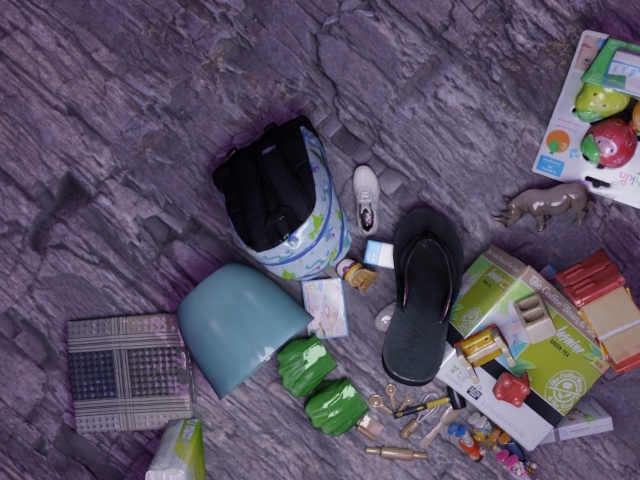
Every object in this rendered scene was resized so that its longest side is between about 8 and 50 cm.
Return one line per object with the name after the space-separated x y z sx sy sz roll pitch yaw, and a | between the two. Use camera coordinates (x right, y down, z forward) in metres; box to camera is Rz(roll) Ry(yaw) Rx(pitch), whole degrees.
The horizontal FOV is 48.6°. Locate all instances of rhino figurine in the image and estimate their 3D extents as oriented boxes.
0.535 -0.081 1.723 0.243 0.073 0.106 -9 122 21 | rhino figurine

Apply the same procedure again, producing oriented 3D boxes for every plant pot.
-0.201 0.195 1.692 0.293 0.293 0.235 -42 84 6 | plant pot

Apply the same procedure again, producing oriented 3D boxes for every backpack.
-0.076 -0.077 1.619 0.290 0.355 0.273 -32 120 7 | backpack

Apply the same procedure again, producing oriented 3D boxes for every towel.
-0.486 0.344 1.835 0.325 0.056 0.312 -4 94 4 | towel

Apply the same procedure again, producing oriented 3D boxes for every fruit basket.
0.698 -0.271 1.631 0.327 0.165 0.352 25 104 23 | fruit basket

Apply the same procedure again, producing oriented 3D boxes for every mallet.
0.278 0.425 1.792 0.190 0.039 0.062 -22 83 -8 | mallet

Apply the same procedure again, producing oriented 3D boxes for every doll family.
0.454 0.515 1.751 0.118 0.263 0.163 -47 122 -15 | doll family

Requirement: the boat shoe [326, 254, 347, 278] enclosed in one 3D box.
0.000 0.000 1.777 0.065 0.075 0.206 -38 89 -37 | boat shoe

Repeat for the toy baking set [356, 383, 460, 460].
0.224 0.476 1.831 0.256 0.030 0.196 10 97 0 | toy baking set

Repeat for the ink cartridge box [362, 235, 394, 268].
0.197 0.039 1.742 0.180 0.104 0.060 12 96 1 | ink cartridge box

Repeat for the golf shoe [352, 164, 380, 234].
0.116 -0.098 1.738 0.069 0.086 0.176 -7 95 5 | golf shoe

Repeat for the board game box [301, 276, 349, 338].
0.013 0.171 1.803 0.104 0.026 0.154 -6 97 2 | board game box

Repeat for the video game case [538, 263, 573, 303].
0.557 0.157 1.790 0.119 0.015 0.166 43 96 -3 | video game case

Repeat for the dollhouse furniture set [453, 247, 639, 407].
0.489 0.204 1.490 0.374 0.152 0.201 -29 106 14 | dollhouse furniture set

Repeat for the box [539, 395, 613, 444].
0.606 0.445 1.758 0.186 0.145 0.038 -11 98 4 | box

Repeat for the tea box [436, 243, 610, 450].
0.447 0.244 1.662 0.329 0.220 0.323 38 94 -15 | tea box

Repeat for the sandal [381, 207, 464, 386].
0.239 0.103 1.578 0.168 0.107 0.445 10 58 1 | sandal

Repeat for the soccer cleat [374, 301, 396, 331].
0.227 0.179 1.772 0.196 0.076 0.068 -20 96 4 | soccer cleat

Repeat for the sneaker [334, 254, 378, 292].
0.082 0.073 1.724 0.084 0.185 0.069 42 90 20 | sneaker

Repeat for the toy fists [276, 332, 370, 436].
-0.004 0.368 1.788 0.142 0.096 0.279 -36 105 -5 | toy fists

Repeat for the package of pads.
-0.347 0.623 1.741 0.101 0.229 0.296 -2 108 2 | package of pads
